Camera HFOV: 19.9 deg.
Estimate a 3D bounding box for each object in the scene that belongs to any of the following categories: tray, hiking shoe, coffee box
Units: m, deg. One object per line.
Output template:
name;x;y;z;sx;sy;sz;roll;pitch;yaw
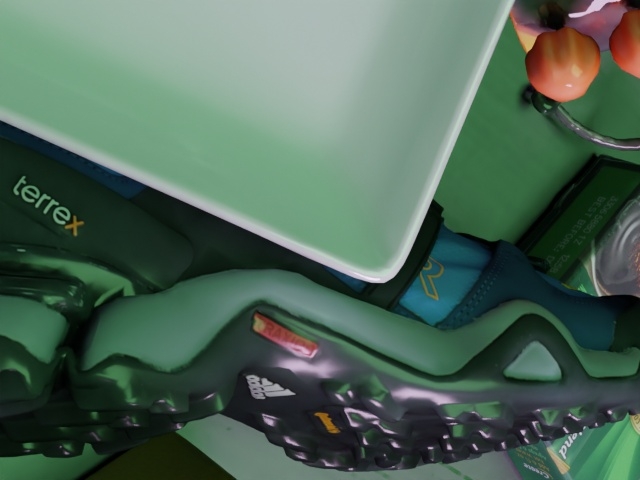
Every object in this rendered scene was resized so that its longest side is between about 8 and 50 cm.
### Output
tray;-0.074;-0.106;0.484;0.270;0.030;0.145;24;86;-14
hiking shoe;0.000;0.000;0.573;0.304;0.113;0.132;9;70;-40
coffee box;0.131;0.067;0.759;0.113;0.040;0.184;-46;127;-20

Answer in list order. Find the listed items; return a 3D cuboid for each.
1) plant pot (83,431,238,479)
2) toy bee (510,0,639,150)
plant pot;-0.059;0.124;0.596;0.083;0.081;0.081;-24;117;-23
toy bee;0.087;-0.126;0.569;0.195;0.162;0.298;-34;116;24
